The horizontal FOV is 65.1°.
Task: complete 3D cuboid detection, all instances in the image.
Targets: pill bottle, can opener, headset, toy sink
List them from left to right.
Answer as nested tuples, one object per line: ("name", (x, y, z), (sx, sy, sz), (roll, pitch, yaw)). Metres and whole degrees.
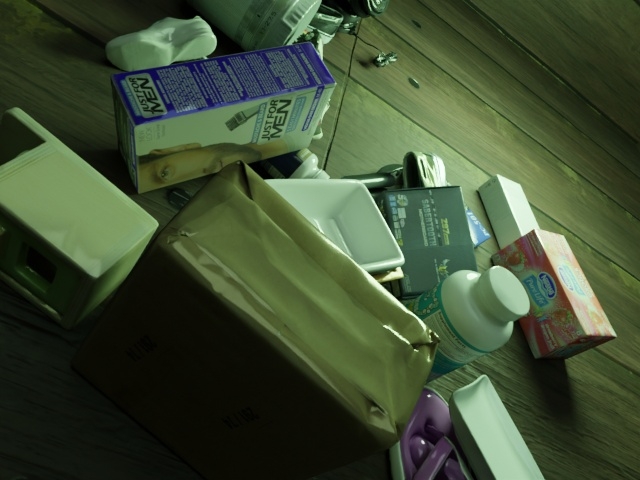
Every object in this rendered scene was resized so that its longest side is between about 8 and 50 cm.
("toy sink", (-0.356, -0.023, 0.634), (0.234, 0.153, 0.131), (41, 42, -6))
("pill bottle", (-0.065, -0.163, 1.028), (0.169, 0.094, 0.094), (43, 41, -4))
("headset", (0.121, -0.726, 1.541), (0.185, 0.243, 0.394), (-33, 103, -43))
("can opener", (0.134, -0.131, 1.200), (0.093, 0.074, 0.280), (28, 28, 34))
("pill bottle", (0.235, 0.149, 0.897), (0.146, 0.264, 0.146), (22, 46, -25))

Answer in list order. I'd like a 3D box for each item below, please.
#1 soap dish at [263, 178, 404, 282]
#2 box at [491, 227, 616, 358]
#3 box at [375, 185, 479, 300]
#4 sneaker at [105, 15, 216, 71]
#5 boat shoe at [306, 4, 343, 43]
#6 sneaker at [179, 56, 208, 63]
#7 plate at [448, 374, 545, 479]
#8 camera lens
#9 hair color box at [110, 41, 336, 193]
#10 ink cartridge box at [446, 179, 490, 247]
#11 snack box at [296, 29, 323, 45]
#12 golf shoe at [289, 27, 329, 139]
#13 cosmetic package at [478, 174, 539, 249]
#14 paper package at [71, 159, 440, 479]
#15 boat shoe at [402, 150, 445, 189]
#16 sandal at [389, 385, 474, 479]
("soap dish", (0.000, 0.000, 0.934), (0.291, 0.118, 0.228), (-6, 63, -43))
("box", (0.588, 0.137, 1.283), (0.142, 0.154, 0.299), (10, 53, -34))
("box", (0.228, 0.004, 1.068), (0.184, 0.059, 0.232), (-4, 78, -15))
("sneaker", (-0.321, -0.398, 0.991), (0.212, 0.080, 0.094), (-19, 69, -23))
("boat shoe", (-0.073, -0.666, 1.416), (0.306, 0.105, 0.113), (18, 48, -29))
("sneaker", (-0.265, -0.394, 1.076), (0.166, 0.065, 0.076), (44, 37, -4))
("plate", (0.320, 0.389, 0.889), (0.278, 0.045, 0.277), (13, 48, -60))
("camera lens", (-0.164, -0.581, 1.186), (0.274, 0.219, 0.219), (37, 42, -10))
("hair color box", (-0.160, -0.208, 0.845), (0.339, 0.185, 0.110), (-19, 72, -25))
("ink cartridge box", (0.358, -0.070, 1.339), (0.097, 0.046, 0.207), (-23, 75, -46))
("snack box", (-0.047, -0.531, 1.380), (0.100, 0.037, 0.141), (27, 45, -19))
("golf shoe", (-0.034, -0.369, 1.195), (0.120, 0.105, 0.272), (29, 65, -49))
("cosmetic package", (0.563, -0.073, 1.484), (0.117, 0.085, 0.231), (16, 51, -30))
("paper package", (-0.092, 0.127, 0.599), (0.309, 0.325, 0.168), (43, 42, -5))
("boat shoe", (0.244, -0.068, 1.176), (0.094, 0.109, 0.302), (7, 68, -32))
("sandal", (0.195, 0.414, 0.773), (0.169, 0.102, 0.416), (30, 43, -19))
